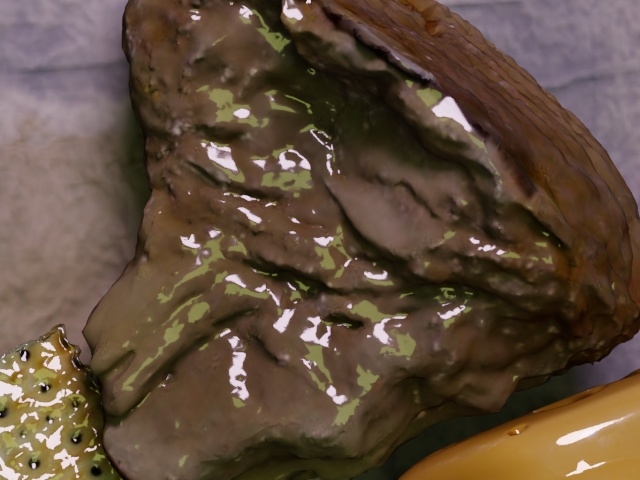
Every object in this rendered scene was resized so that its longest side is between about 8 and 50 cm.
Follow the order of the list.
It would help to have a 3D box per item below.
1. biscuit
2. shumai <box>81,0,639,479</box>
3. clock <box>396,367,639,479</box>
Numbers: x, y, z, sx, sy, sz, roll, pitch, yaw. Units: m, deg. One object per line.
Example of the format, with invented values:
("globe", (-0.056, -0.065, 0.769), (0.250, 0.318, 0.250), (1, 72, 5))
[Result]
("biscuit", (-0.147, 0.161, 0.982), (0.144, 0.016, 0.203), (-31, 79, -21))
("shumai", (-0.002, 0.002, 1.015), (0.346, 0.217, 0.283), (33, 107, -1))
("clock", (0.187, 0.162, 0.999), (0.317, 0.244, 0.200), (-12, 74, -11))
